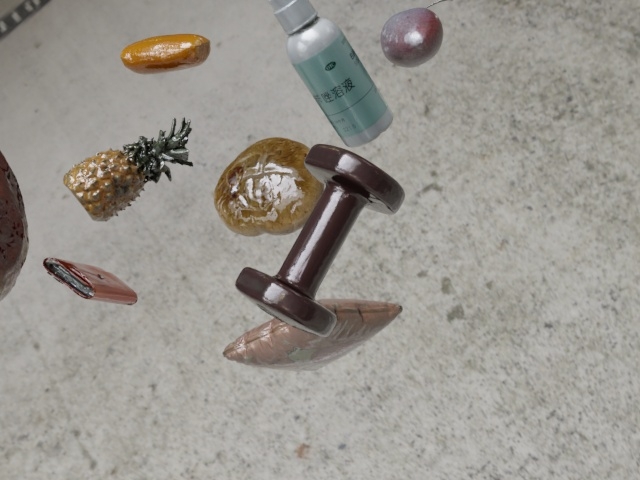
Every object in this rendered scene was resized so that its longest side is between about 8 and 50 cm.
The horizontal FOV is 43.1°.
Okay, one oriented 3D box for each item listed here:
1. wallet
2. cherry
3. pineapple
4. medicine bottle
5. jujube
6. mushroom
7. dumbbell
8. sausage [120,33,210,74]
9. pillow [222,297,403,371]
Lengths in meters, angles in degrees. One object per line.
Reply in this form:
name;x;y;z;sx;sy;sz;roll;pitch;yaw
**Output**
wallet;-0.497;0.089;1.767;0.142;0.204;0.045;33;90;15
cherry;0.210;-0.417;1.607;0.188;0.148;0.115;-25;90;4
pineapple;-0.455;-0.187;1.997;0.340;0.169;0.169;-35;44;-7
medicine bottle;0.003;-0.335;1.470;0.110;0.352;0.110;-28;26;16
jujube;-0.672;-0.053;1.456;0.276;0.276;0.377;-31;73;9
mushroom;-0.118;-0.120;1.855;0.278;0.146;0.278;-10;58;17
dumbbell;0.000;0.000;1.019;0.140;0.124;0.225;20;79;50
sausage;-0.372;-0.444;1.928;0.238;0.098;0.098;0;57;25
pillow;-0.010;0.153;1.299;0.236;0.223;0.084;-32;64;37
